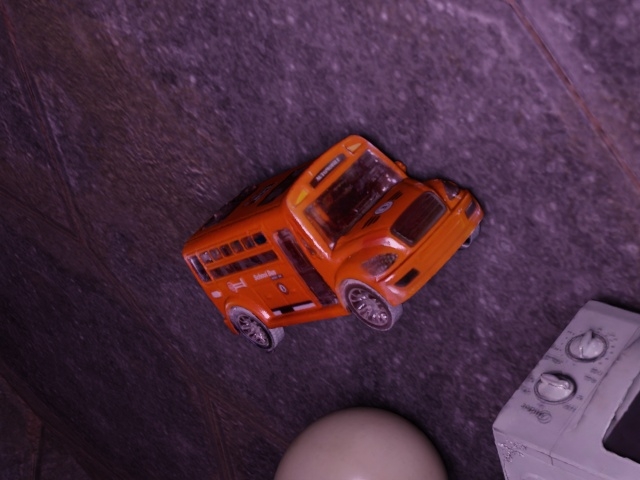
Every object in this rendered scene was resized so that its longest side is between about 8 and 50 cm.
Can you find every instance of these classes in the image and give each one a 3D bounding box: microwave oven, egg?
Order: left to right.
[{"bbox_3d":[0.048,0.314,1.232,0.219,0.219,0.269,28,140,27],"label":"egg"},{"bbox_3d":[0.317,0.200,0.800,0.295,0.181,0.238,18,142,39],"label":"microwave oven"}]

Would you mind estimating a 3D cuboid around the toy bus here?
[{"bbox_3d":[0.000,0.000,0.991,0.153,0.143,0.329,53,151,-13],"label":"toy bus"}]
